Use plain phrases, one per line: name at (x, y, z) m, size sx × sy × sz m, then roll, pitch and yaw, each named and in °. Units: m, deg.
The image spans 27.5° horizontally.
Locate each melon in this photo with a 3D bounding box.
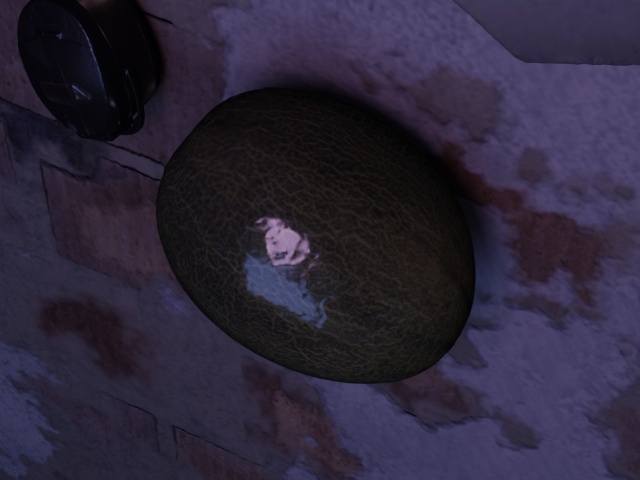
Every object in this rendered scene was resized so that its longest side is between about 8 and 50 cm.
melon at (0.000, 0.000, 1.181) m, size 0.301 × 0.237 × 0.237 m, roll 36°, pitch 144°, yaw -2°

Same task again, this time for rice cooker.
rice cooker at (-0.223, -0.179, 1.272) m, size 0.112 × 0.106 × 0.165 m, roll 9°, pitch 140°, yaw 31°

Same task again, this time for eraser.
eraser at (0.259, -0.178, 0.883) m, size 0.352 × 0.111 × 0.077 m, roll 6°, pitch 133°, yaw 34°
